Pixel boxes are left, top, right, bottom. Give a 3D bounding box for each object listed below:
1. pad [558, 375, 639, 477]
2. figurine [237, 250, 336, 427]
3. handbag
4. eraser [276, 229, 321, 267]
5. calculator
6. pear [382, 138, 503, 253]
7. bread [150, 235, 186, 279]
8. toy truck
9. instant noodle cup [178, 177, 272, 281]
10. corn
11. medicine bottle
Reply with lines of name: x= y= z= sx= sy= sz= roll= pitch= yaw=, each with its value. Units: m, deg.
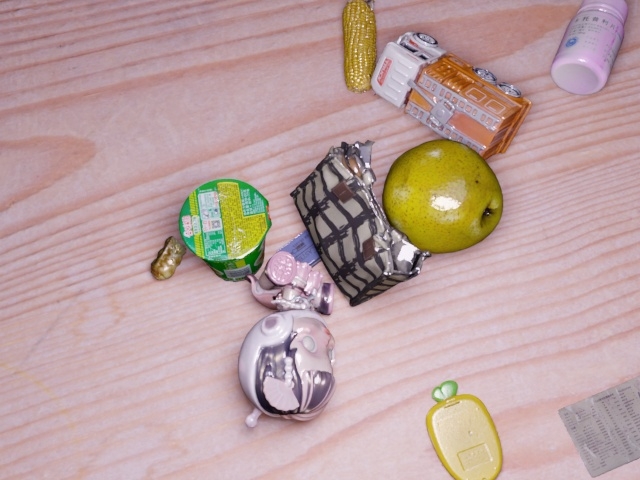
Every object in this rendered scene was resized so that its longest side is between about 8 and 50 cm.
pad: x=0.685 y=0.405 z=1.563 sx=0.265 sy=0.009 sz=0.160 roll=-21 pitch=69 yaw=-6
figurine: x=-0.067 y=0.227 z=1.560 sx=0.211 sy=0.253 sz=0.361 roll=-29 pitch=51 yaw=37
handbag: x=0.083 y=-0.036 z=1.562 sx=0.162 sy=0.327 sz=0.325 roll=-26 pitch=84 yaw=-16
eraser: x=0.000 y=0.000 z=1.738 sx=0.225 sy=0.036 sz=0.082 roll=-36 pitch=70 yaw=-12
calculator: x=0.317 y=0.426 z=1.553 sx=0.146 sy=0.032 sz=0.235 roll=-20 pitch=70 yaw=-7
pear: x=0.290 y=-0.099 z=1.643 sx=0.294 sy=0.294 sz=0.294 roll=-1 pitch=67 yaw=2
bread: x=-0.375 y=0.047 z=1.719 sx=0.066 sy=0.060 sz=0.110 roll=18 pitch=68 yaw=25
toy truck: x=0.311 y=-0.365 z=1.762 sx=0.387 sy=0.173 sz=0.207 roll=36 pitch=37 yaw=17
instant noodle cup: x=-0.208 y=-0.004 z=1.640 sx=0.207 sy=0.233 sz=0.207 roll=0 pitch=67 yaw=1
corn: x=0.111 y=-0.534 z=1.925 sx=0.106 sy=0.106 sz=0.293 roll=-1 pitch=71 yaw=1
medicine bottle: x=0.725 y=-0.530 z=1.873 sx=0.152 sy=0.152 sz=0.255 roll=22 pitch=71 yaw=11
